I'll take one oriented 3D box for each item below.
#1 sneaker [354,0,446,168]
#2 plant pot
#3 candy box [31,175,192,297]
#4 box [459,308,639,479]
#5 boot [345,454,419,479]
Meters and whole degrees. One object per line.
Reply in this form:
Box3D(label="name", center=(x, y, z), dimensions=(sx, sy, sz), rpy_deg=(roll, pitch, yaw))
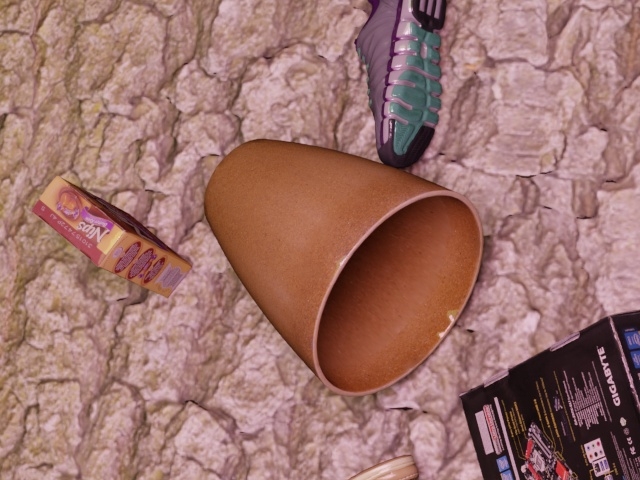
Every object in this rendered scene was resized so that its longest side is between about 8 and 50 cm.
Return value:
Box3D(label="sneaker", center=(0.079, -0.186, 1.679), dimensions=(0.098, 0.083, 0.224), rpy_deg=(-1, 75, 42))
Box3D(label="plant pot", center=(0.000, 0.000, 1.592), dimensions=(0.254, 0.237, 0.237), rpy_deg=(34, 91, 37))
Box3D(label="candy box", center=(-0.227, -0.002, 1.668), dimensions=(0.109, 0.186, 0.053), rpy_deg=(38, 92, 21))
Box3D(label="box", center=(0.270, 0.255, 1.428), dimensions=(0.257, 0.079, 0.322), rpy_deg=(-41, 60, 54))
Box3D(label="boot", center=(0.049, 0.338, 1.563), dimensions=(0.213, 0.077, 0.165), rpy_deg=(-40, 69, 12))
